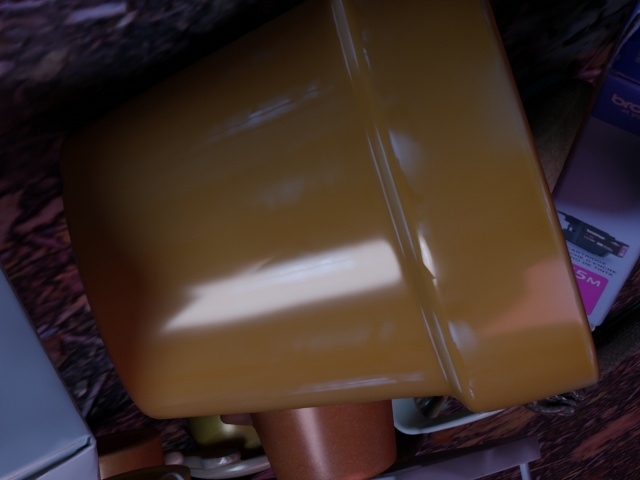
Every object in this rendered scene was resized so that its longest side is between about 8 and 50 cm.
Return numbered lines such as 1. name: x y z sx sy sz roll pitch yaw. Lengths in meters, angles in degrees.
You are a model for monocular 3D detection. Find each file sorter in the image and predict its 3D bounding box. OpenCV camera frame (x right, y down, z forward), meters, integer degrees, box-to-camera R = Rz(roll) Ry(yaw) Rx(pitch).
1. file sorter: 0.011 0.255 1.391 0.277 0.173 0.193 -15 175 36

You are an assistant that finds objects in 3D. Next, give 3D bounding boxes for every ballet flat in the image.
1. ballet flat: 0.290 0.094 1.767 0.250 0.058 0.084 -26 162 -18
2. ballet flat: 0.099 0.039 1.196 0.116 0.124 0.342 -17 157 -39

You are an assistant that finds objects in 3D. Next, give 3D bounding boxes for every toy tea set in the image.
1. toy tea set: -0.103 0.111 1.135 0.336 0.124 0.200 -19 -172 -43

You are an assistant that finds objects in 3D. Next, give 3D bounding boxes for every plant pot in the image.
1. plant pot: -0.001 -0.011 0.816 0.188 0.205 0.205 -17 163 5

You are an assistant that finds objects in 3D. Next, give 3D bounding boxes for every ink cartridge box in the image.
1. ink cartridge box: 0.176 -0.096 0.936 0.186 0.065 0.311 -62 170 -22
2. ink cartridge box: -0.160 0.070 0.795 0.093 0.154 0.212 -28 161 -13
